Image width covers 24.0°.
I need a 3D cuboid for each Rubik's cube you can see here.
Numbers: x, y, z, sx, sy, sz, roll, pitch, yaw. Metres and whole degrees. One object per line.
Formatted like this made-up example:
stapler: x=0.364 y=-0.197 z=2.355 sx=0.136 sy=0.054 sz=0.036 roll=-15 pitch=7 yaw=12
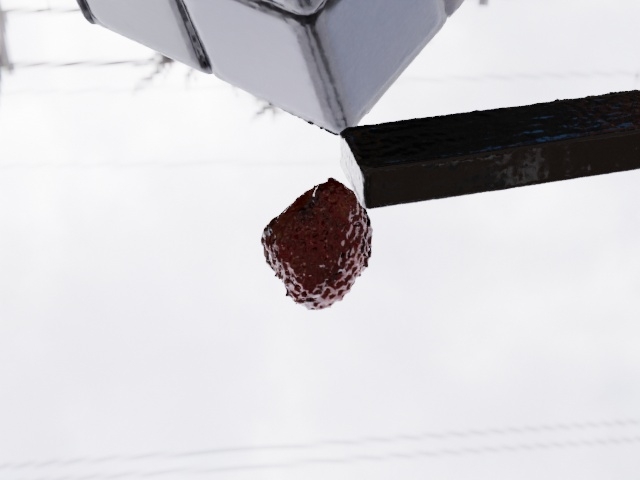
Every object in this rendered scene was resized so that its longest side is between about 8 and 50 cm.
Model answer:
Rubik's cube: x=-0.036 y=-0.331 z=1.248 sx=0.313 sy=0.316 sz=0.318 roll=27 pitch=-114 yaw=29

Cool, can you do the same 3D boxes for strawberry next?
strawberry: x=0.000 y=0.000 z=1.106 sx=0.083 sy=0.096 sz=0.083 roll=12 pitch=-139 yaw=-10

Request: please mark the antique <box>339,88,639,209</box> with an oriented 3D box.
antique: x=0.102 y=-0.034 z=0.442 sx=0.192 sy=0.015 sz=0.031 roll=-8 pitch=-151 yaw=-10
